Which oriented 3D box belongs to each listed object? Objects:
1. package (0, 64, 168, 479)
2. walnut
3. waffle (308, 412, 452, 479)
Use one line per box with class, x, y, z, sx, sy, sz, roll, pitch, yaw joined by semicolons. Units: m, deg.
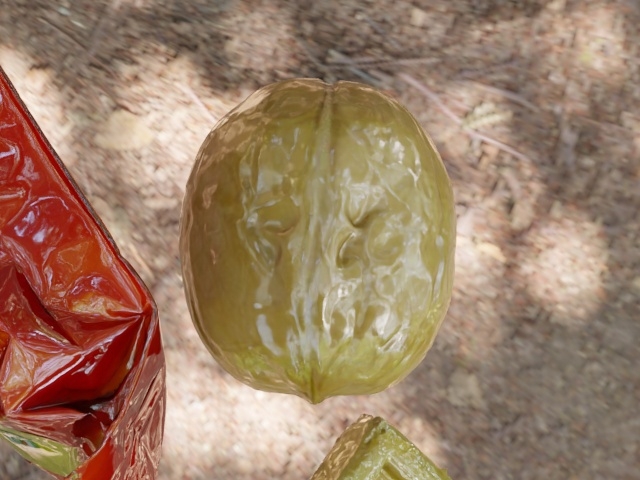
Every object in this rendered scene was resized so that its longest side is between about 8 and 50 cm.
package;-0.218;-0.011;1.003;0.123;0.196;0.423;-32;75;-11
walnut;0.000;0.000;1.098;0.193;0.193;0.225;-2;80;-19
waffle;0.040;0.285;1.149;0.221;0.055;0.248;44;72;-17
